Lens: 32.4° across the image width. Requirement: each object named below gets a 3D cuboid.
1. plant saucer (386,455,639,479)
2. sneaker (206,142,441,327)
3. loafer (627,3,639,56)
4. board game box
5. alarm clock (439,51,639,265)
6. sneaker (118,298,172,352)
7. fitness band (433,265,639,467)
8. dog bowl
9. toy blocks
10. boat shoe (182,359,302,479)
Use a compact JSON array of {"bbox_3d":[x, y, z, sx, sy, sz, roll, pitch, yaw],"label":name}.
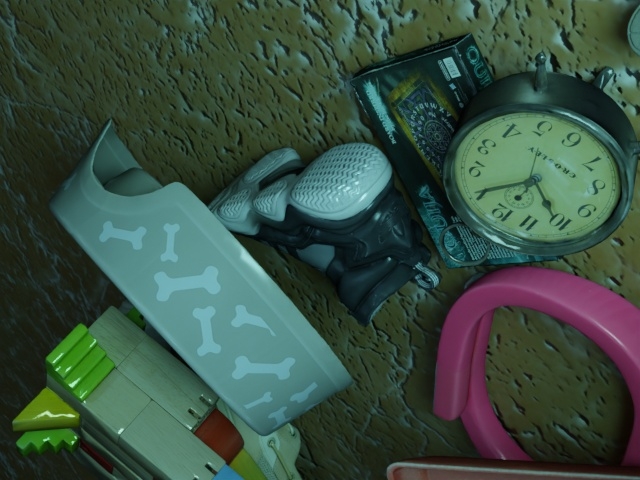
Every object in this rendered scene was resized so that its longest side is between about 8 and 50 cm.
[{"bbox_3d":[0.204,0.278,0.924,0.259,0.048,0.258,-1,121,22],"label":"plant saucer"},{"bbox_3d":[0.000,0.000,0.995,0.153,0.101,0.268,54,155,-19],"label":"sneaker"},{"bbox_3d":[0.230,-0.150,0.637,0.125,0.039,0.045,-47,50,54],"label":"loafer"},{"bbox_3d":[0.109,-0.064,0.869,0.126,0.026,0.186,-6,117,53],"label":"board game box"},{"bbox_3d":[0.144,-0.043,0.779,0.129,0.064,0.192,32,131,-7],"label":"alarm clock"},{"bbox_3d":[-0.242,0.210,1.474,0.099,0.121,0.262,9,129,47],"label":"sneaker"},{"bbox_3d":[0.198,0.137,0.940,0.209,0.054,0.291,29,142,26],"label":"fitness band"},{"bbox_3d":[-0.122,0.045,1.062,0.349,0.102,0.349,47,172,9],"label":"dog bowl"},{"bbox_3d":[-0.168,0.232,1.198,0.261,0.191,0.381,39,155,5],"label":"toy blocks"},{"bbox_3d":[-0.078,0.254,1.347,0.109,0.098,0.302,8,124,60],"label":"boat shoe"}]
